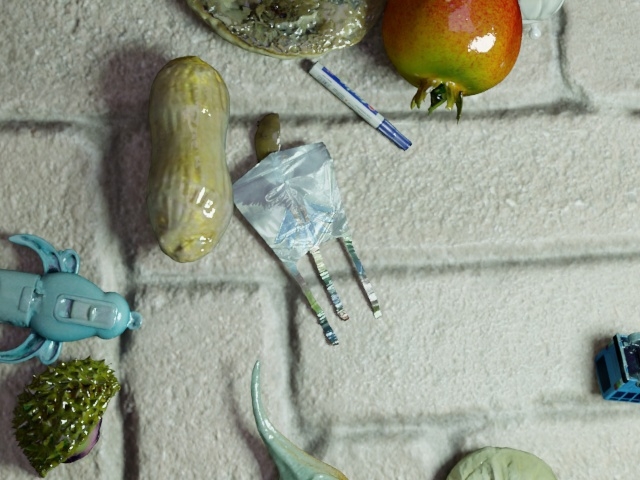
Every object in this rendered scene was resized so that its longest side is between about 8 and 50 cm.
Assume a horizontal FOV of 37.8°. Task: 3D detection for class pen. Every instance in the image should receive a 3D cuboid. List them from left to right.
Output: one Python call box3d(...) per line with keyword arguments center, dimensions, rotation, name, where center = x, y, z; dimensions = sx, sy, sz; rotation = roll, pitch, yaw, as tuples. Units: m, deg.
box3d(center=(0.064, -0.213, 1.489), dimensions=(0.204, 0.025, 0.025), rotation=(39, 78, -7), name="pen")

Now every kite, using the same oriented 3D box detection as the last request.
box3d(center=(0.000, 0.000, 1.447), dimensions=(0.169, 0.015, 0.309), rotation=(-33, 98, -12), name="kite")

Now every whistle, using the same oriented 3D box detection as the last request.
box3d(center=(-0.390, 0.091, 1.331), dimensions=(0.274, 0.093, 0.186), rotation=(12, 84, -8), name="whistle")

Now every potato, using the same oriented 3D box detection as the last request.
box3d(center=(-0.081, -0.155, 1.445), dimensions=(0.037, 0.036, 0.093), rotation=(2, 85, -16), name="potato")

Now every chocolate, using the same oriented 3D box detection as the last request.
box3d(center=(-0.190, -0.119, 1.375), dimensions=(0.134, 0.134, 0.309), rotation=(1, 81, -12), name="chocolate")

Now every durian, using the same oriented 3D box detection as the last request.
box3d(center=(-0.358, 0.244, 1.300), dimensions=(0.186, 0.108, 0.119), rotation=(-49, 114, -9), name="durian")

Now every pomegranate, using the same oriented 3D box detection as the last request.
box3d(center=(0.197, -0.308, 1.428), dimensions=(0.221, 0.221, 0.256), rotation=(16, 78, -10), name="pomegranate")

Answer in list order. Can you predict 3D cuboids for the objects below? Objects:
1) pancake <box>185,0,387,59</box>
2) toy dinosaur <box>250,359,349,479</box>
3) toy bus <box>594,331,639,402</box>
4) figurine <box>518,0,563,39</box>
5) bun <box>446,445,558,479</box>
box3d(center=(-0.057, -0.460, 1.455), dimensions=(0.387, 0.082, 0.386), rotation=(1, 82, -9), name="pancake")
box3d(center=(-0.041, 0.370, 1.380), dimensions=(0.206, 0.092, 0.392), rotation=(-13, 76, -17), name="toy dinosaur")
box3d(center=(0.550, 0.213, 1.514), dimensions=(0.185, 0.106, 0.090), rotation=(7, 53, -12), name="toy bus")
box3d(center=(0.317, -0.458, 1.519), dimensions=(0.182, 0.145, 0.256), rotation=(-8, 84, -33), name="figurine")
box3d(center=(0.291, 0.424, 1.428), dimensions=(0.223, 0.127, 0.222), rotation=(1, 87, -13), name="bun")
